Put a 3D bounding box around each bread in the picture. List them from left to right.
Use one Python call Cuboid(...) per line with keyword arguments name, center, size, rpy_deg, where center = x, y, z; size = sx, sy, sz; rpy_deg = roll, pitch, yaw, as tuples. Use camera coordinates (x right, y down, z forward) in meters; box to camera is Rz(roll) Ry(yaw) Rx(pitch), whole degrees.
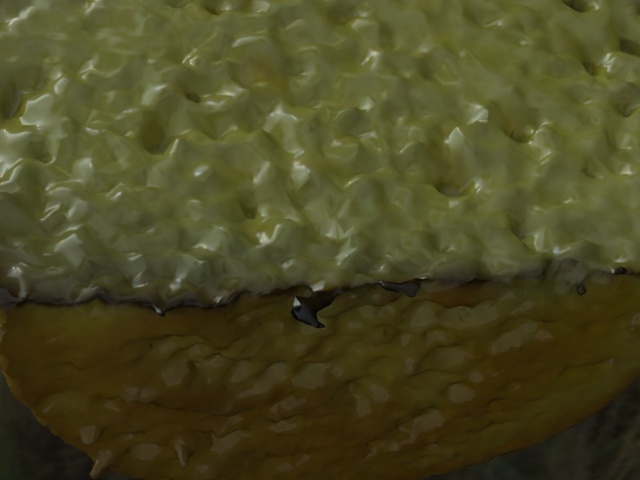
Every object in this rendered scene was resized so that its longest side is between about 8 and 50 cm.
Cuboid(name="bread", center=(0.000, 0.000, 0.501), size=(0.229, 0.139, 0.143), rpy_deg=(-2, 48, -13))
